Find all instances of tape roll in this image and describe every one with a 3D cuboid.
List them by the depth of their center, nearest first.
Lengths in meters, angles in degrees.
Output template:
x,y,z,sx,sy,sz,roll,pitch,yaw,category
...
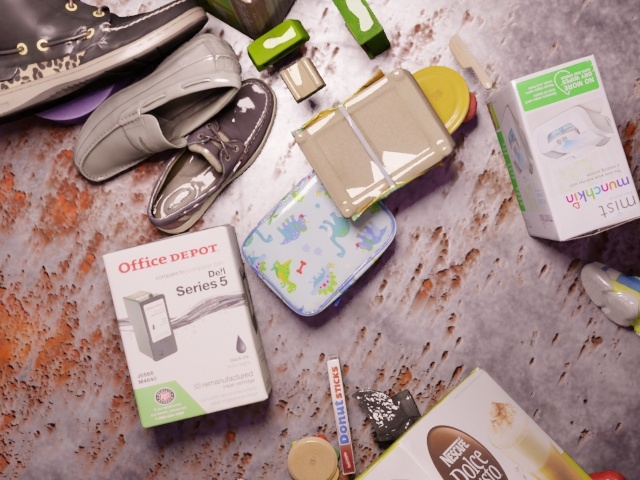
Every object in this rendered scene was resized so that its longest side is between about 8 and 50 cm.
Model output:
x,y,z,sx,sy,sz,roll,pitch,yaw,category
-0.395,-0.278,1.561,0.188,0.080,0.189,0,91,2,tape roll

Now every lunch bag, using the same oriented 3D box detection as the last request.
x,y,z,sx,sy,sz,roll,pitch,yaw,category
0.000,0.000,1.554,0.176,0.090,0.219,45,90,0,lunch bag

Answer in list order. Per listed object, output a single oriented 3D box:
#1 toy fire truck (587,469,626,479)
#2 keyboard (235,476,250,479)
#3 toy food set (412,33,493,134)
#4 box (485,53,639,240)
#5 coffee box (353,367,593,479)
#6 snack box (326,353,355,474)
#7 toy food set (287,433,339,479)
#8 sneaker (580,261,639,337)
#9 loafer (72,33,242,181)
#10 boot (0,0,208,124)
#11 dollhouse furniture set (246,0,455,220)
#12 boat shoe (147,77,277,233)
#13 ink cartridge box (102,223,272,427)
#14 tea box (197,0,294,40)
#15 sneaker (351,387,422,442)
x,y,z,sx,sy,sz,roll,pitch,yaw,category
0.411,0.516,1.536,0.253,0.169,0.302,-17,90,20,toy fire truck
-0.028,0.518,1.600,0.317,0.033,0.202,19,92,2,keyboard
0.175,-0.193,1.547,0.218,0.071,0.128,-44,58,11,toy food set
0.348,-0.127,1.458,0.126,0.262,0.231,-17,92,2,box
0.174,0.436,1.363,0.334,0.337,0.338,46,115,12,coffee box
0.032,0.270,1.573,0.022,0.064,0.178,-8,91,0,snack box
-0.011,0.351,1.599,0.083,0.020,0.083,-2,91,2,toy food set
0.523,0.089,1.559,0.240,0.091,0.126,40,74,0,sneaker
-0.249,-0.181,1.509,0.319,0.112,0.112,-36,55,23,loafer
-0.380,-0.354,1.449,0.377,0.138,0.284,-22,95,7,boot
0.050,-0.205,1.519,0.197,0.151,0.302,-32,90,7,dollhouse furniture set
-0.168,-0.130,1.552,0.103,0.092,0.285,40,92,0,boat shoe
-0.203,0.127,1.549,0.198,0.115,0.273,-14,91,2,ink cartridge box
-0.166,-0.472,1.425,0.323,0.329,0.220,31,92,1,tea box
0.122,0.302,1.582,0.089,0.051,0.170,-25,86,2,sneaker
